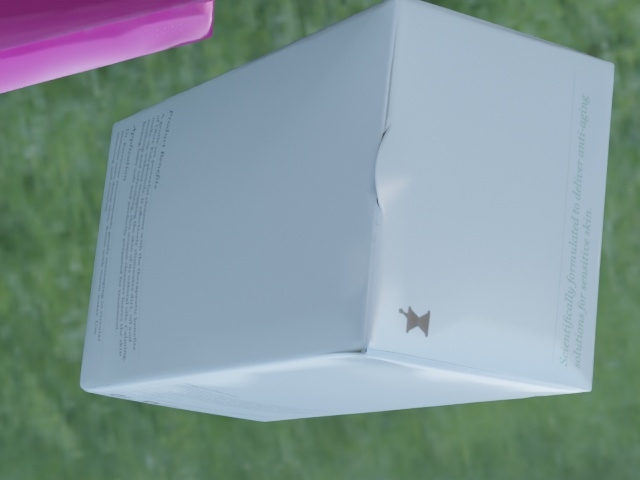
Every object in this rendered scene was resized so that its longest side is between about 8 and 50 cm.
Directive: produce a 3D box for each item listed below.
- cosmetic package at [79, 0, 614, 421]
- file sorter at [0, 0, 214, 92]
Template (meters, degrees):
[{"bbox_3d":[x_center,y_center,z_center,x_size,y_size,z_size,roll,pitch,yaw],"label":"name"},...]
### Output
[{"bbox_3d":[0.000,0.000,1.093,0.155,0.197,0.365,13,167,-30],"label":"cosmetic package"},{"bbox_3d":[-0.206,-0.193,0.724,0.290,0.182,0.202,30,-145,34],"label":"file sorter"}]
